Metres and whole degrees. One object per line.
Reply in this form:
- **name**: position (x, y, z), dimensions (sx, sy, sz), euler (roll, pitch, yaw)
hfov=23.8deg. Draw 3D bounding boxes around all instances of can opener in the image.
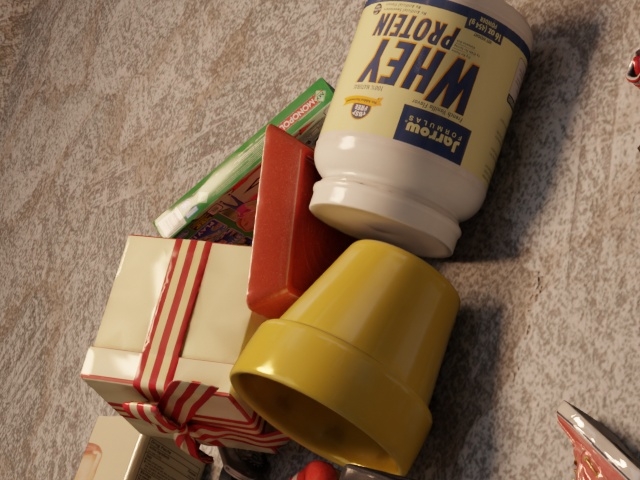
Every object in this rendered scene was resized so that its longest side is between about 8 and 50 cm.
- **can opener**: position (-0.150, 0.289, 2.286), dimensions (0.095, 0.076, 0.283), euler (-55, 30, 17)

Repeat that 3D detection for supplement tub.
- **supplement tub**: position (0.129, -0.161, 2.009), dimensions (0.235, 0.235, 0.324), euler (0, 69, 59)

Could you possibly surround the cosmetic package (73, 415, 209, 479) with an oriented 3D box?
- **cosmetic package**: position (-0.301, 0.428, 2.298), dimensions (0.129, 0.153, 0.296), euler (-4, 56, 41)

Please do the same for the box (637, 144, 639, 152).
- **box**: position (0.424, -0.123, 1.709), dimensions (0.137, 0.027, 0.094), euler (-51, 31, 24)

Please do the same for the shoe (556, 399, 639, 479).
- **shoe**: position (0.288, 0.244, 1.614), dimensions (0.081, 0.063, 0.178), euler (-55, 34, 8)

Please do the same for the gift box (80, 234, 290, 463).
- **gift box**: position (-0.154, 0.157, 2.102), dimensions (0.276, 0.255, 0.258), euler (4, 65, 25)

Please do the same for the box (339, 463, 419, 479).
- **box**: position (0.134, 0.434, 1.545), dimensions (0.312, 0.179, 0.343), euler (8, 80, 53)

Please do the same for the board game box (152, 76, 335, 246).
- **board game box**: position (-0.063, -0.084, 2.191), dimensions (0.317, 0.213, 0.046), euler (-40, 61, 11)

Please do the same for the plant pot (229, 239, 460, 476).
- **plant pot**: position (0.052, 0.138, 1.922), dimensions (0.254, 0.254, 0.239), euler (-2, 52, 58)

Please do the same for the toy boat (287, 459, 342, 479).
- **toy boat**: position (-0.061, 0.373, 1.997), dimensions (0.231, 0.151, 0.151), euler (-39, 38, 39)

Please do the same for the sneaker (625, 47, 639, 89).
- **sneaker**: position (0.408, -0.208, 1.759), dimensions (0.118, 0.067, 0.042), euler (-36, 40, 41)

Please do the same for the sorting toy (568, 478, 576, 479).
- **sorting toy**: position (0.254, 0.301, 1.680), dimensions (0.083, 0.012, 0.062), euler (-31, 44, 45)

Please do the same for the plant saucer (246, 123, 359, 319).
- **plant saucer**: position (0.000, 0.000, 2.079), dimensions (0.048, 0.258, 0.259), euler (-4, 71, 32)
